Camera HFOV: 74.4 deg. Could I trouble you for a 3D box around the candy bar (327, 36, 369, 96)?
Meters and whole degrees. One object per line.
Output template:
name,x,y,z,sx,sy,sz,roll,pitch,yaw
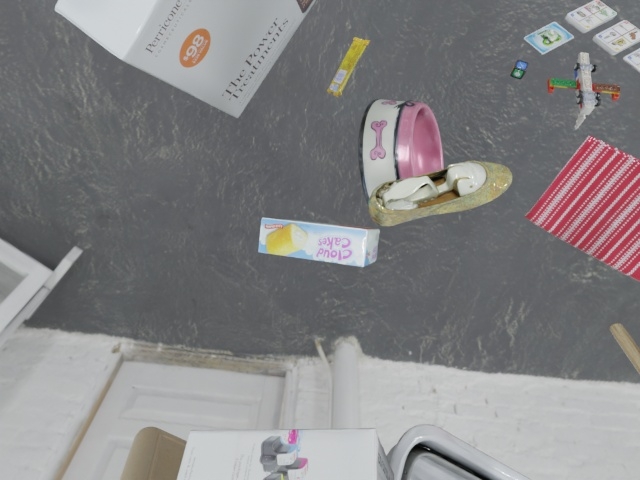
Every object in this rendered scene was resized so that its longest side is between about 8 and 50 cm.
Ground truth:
candy bar,0.064,-0.404,0.976,0.040,0.018,0.161,24,81,16

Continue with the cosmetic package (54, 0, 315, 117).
cosmetic package,-0.077,-0.346,0.484,0.097,0.284,0.377,38,101,7

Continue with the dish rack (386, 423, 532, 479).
dish rack,0.167,0.383,0.426,0.333,0.285,0.072,33,145,-10

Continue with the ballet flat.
ballet flat,0.280,-0.123,0.995,0.349,0.123,0.123,-16,121,9

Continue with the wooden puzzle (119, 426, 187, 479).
wooden puzzle,-0.186,0.389,0.645,0.239,0.221,0.044,27,86,-14

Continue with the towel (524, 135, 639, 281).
towel,0.586,-0.058,0.835,0.275,0.031,0.198,30,114,3

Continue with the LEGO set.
LEGO set,0.455,-0.310,0.739,0.244,0.182,0.060,-30,158,-12

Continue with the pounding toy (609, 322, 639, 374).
pounding toy,0.366,0.064,0.382,0.155,0.269,0.154,14,157,33

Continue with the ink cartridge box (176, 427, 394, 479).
ink cartridge box,-0.002,0.189,0.316,0.182,0.061,0.104,-6,136,13

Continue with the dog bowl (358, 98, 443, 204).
dog bowl,0.272,-0.248,1.329,0.151,0.408,0.407,-1,127,32

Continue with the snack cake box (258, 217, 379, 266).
snack cake box,0.000,0.000,1.044,0.265,0.152,0.089,7,93,18
